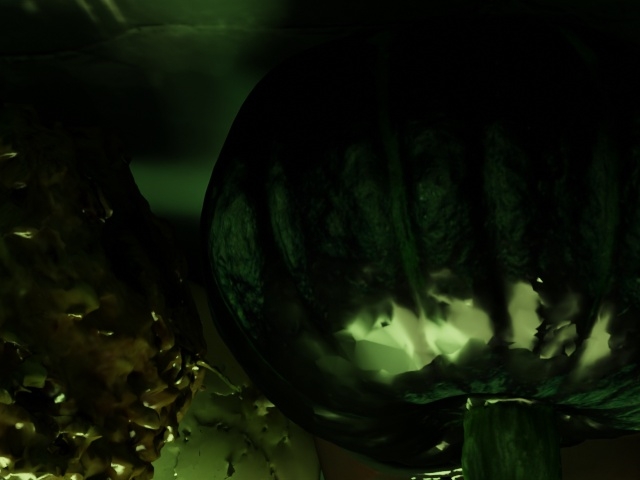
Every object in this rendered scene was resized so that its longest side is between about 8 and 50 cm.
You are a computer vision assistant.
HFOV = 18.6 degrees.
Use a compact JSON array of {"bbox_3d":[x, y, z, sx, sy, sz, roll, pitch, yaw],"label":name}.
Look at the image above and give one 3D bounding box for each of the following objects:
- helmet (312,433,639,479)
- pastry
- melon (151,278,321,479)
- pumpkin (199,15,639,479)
[{"bbox_3d":[0.095,0.102,1.044,0.189,0.193,0.216,-16,-174,14],"label":"helmet"},{"bbox_3d":[-0.173,0.032,0.879,0.275,0.275,0.193,6,128,2],"label":"pastry"},{"bbox_3d":[-0.134,0.134,1.120,0.223,0.223,0.317,26,149,-34],"label":"melon"},{"bbox_3d":[0.071,0.034,0.839,0.248,0.248,0.248,6,154,3],"label":"pumpkin"}]
